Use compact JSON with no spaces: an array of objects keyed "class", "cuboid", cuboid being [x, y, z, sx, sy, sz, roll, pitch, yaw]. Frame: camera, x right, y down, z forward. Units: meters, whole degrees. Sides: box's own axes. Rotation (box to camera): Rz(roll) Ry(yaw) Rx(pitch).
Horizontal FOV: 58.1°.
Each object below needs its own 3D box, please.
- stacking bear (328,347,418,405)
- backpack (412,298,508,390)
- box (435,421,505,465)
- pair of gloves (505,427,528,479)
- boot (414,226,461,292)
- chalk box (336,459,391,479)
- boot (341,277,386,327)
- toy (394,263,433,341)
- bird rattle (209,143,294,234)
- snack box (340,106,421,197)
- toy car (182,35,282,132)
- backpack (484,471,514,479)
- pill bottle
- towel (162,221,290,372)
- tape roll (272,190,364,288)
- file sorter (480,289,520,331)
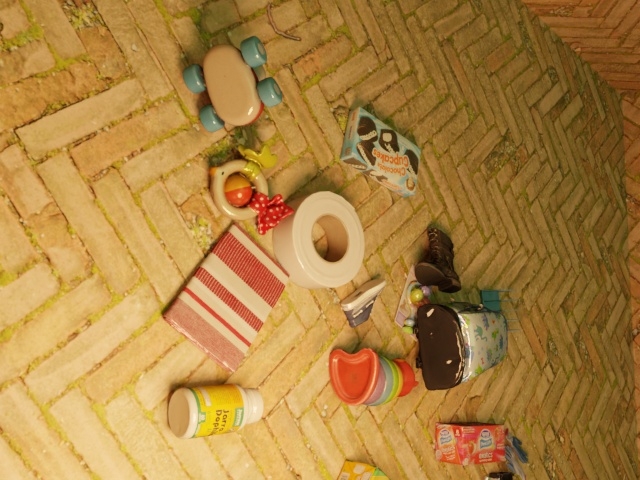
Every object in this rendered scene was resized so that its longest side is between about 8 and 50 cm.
[{"class":"stacking bear","cuboid":[0.183,0.418,1.751,0.289,0.175,0.164,16,70,-46]},{"class":"backpack","cuboid":[0.494,0.341,1.988,0.355,0.273,0.290,6,78,-65]},{"class":"box","cuboid":[0.525,0.706,2.013,0.257,0.122,0.128,14,72,-39]},{"class":"pair of gloves","cuboid":[0.750,0.827,2.223,0.159,0.023,0.198,55,30,-7]},{"class":"boot","cuboid":[0.404,0.053,2.039,0.263,0.091,0.229,29,47,-42]},{"class":"chalk box","cuboid":[0.151,0.757,1.667,0.213,0.132,0.132,48,55,-24]},{"class":"boot","cuboid":[0.145,0.195,1.819,0.190,0.069,0.086,-30,109,-33]},{"class":"toy","cuboid":[0.341,0.212,1.988,0.137,0.056,0.237,43,57,-29]},{"class":"bird rattle","cuboid":[-0.200,-0.133,1.562,0.207,0.143,0.253,-15,105,-31]},{"class":"snack box","cuboid":[0.213,-0.295,1.965,0.322,0.060,0.187,25,67,-36]},{"class":"toy car","cuboid":[-0.206,-0.422,1.564,0.210,0.219,0.238,68,20,-9]},{"class":"backpack","cuboid":[0.658,0.914,2.117,0.105,0.084,0.114,15,66,-41]},{"class":"pill bottle","cuboid":[-0.247,0.408,1.389,0.208,0.117,0.117,7,77,-41]},{"class":"towel","cuboid":[-0.234,0.145,1.508,0.237,0.037,0.329,47,53,-23]},{"class":"tape roll","cuboid":[0.000,0.000,1.697,0.286,0.100,0.286,9,76,-39]},{"class":"file sorter","cuboid":[0.715,0.277,2.274,0.118,0.104,0.170,4,79,-42]}]
